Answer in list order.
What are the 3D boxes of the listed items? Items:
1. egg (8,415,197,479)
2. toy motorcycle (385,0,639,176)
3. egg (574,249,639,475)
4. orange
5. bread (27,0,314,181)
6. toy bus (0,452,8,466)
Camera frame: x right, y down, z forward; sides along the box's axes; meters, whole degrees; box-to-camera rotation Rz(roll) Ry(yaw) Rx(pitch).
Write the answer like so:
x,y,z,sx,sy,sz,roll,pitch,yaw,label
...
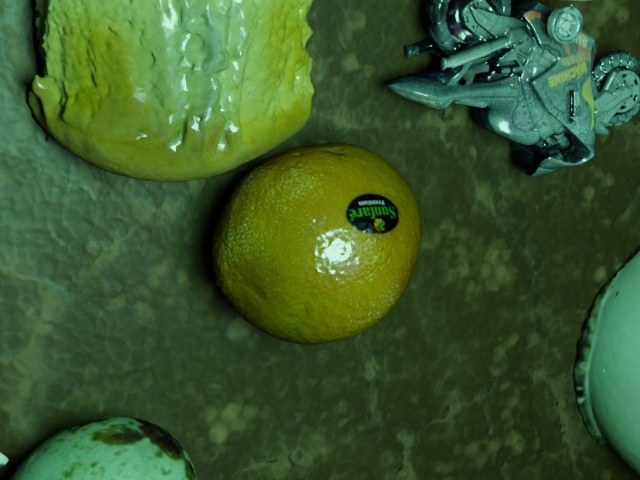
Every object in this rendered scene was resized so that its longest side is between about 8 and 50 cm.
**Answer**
x,y,z,sx,sy,sz,roll,pitch,yaw,label
-0.217,0.263,1.142,0.231,0.169,0.169,-41,120,2,egg
0.217,-0.165,1.308,0.307,0.108,0.173,21,98,-30,toy motorcycle
0.534,0.169,1.438,0.354,0.340,0.355,-9,109,-27,egg
0.000,0.000,1.179,0.206,0.206,0.206,-8,107,-27,orange
-0.125,-0.143,1.093,0.262,0.163,0.204,-4,117,-14,bread
-0.389,0.132,1.012,0.268,0.092,0.106,43,59,-15,toy bus
